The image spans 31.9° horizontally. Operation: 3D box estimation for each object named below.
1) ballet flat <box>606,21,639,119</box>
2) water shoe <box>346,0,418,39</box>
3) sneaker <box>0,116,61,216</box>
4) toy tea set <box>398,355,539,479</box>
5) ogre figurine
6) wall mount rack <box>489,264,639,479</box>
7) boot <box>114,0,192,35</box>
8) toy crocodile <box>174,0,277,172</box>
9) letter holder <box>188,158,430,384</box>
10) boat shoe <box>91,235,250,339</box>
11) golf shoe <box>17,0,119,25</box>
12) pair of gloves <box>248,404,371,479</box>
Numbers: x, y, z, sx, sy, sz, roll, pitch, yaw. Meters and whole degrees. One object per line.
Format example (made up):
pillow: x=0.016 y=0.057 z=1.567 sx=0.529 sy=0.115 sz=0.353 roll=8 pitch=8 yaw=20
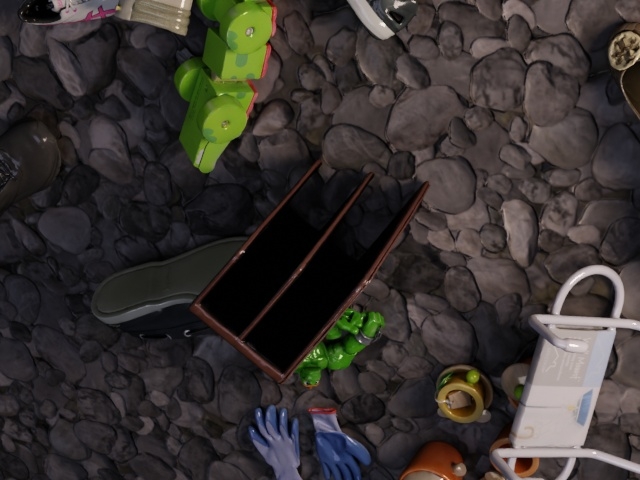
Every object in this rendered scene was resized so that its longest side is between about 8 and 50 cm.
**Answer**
ballet flat: x=0.402 y=-0.146 z=1.296 sx=0.084 sy=0.058 sz=0.250 roll=-39 pitch=70 yaw=44
water shoe: x=0.045 y=-0.348 z=1.389 sx=0.080 sy=0.073 sz=0.203 roll=-34 pitch=105 yaw=10
sneaker: x=-0.503 y=-0.078 z=1.702 sx=0.286 sy=0.130 sz=0.109 roll=-38 pitch=96 yaw=31
toy tea set: x=0.230 y=0.302 z=1.614 sx=0.200 sy=0.124 sz=0.336 roll=18 pitch=122 yaw=12
ogre figurine: x=-0.012 y=0.149 z=1.640 sx=0.097 sy=0.197 sz=0.118 roll=54 pitch=147 yaw=33
wall mount rack: x=0.391 y=0.218 z=1.485 sx=0.304 sy=0.130 sz=0.350 roll=5 pitch=108 yaw=-23
boot: x=-0.243 y=-0.368 z=1.445 sx=0.213 sy=0.077 sz=0.165 roll=23 pitch=105 yaw=15
toy crocodile: x=-0.115 y=-0.240 z=1.484 sx=0.115 sy=0.105 sz=0.341 roll=54 pitch=136 yaw=40
letter holder: x=0.000 y=0.000 z=1.440 sx=0.152 sy=0.302 sz=0.214 roll=40 pitch=123 yaw=-2
boat shoe: x=-0.169 y=0.088 z=1.671 sx=0.339 sy=0.127 sz=0.113 roll=-15 pitch=138 yaw=16
golf shoe: x=-0.325 y=-0.327 z=1.526 sx=0.186 sy=0.086 sz=0.068 roll=-12 pitch=109 yaw=25
pair of gloves: x=-0.017 y=0.330 z=1.790 sx=0.198 sy=0.023 sz=0.159 roll=-6 pitch=116 yaw=25
